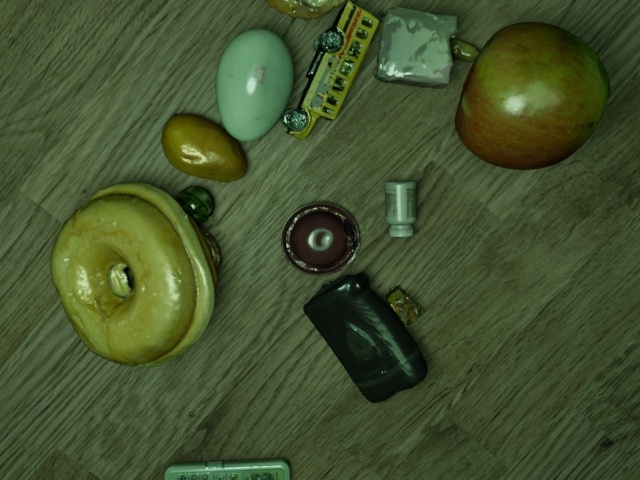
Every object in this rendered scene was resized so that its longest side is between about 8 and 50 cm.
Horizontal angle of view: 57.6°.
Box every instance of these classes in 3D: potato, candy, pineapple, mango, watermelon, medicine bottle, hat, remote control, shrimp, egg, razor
[{"bbox_3d":[0.356,-0.470,1.451,0.092,0.045,0.046,27,114,2],"label":"potato"},{"bbox_3d":[0.226,-0.464,1.397,0.196,0.137,0.184,9,98,3],"label":"candy"},{"bbox_3d":[0.215,0.163,1.517,0.069,0.137,0.116,-36,56,0],"label":"pineapple"},{"bbox_3d":[-0.287,-0.219,1.433,0.227,0.109,0.147,34,72,-6],"label":"mango"},{"bbox_3d":[-0.311,-0.086,1.454,0.109,0.109,0.108,0,98,-2],"label":"watermelon"},{"bbox_3d":[0.205,-0.082,1.484,0.079,0.079,0.139,-3,98,-2],"label":"medicine bottle"},{"bbox_3d":[0.000,0.000,1.484,0.206,0.089,0.205,0,98,-3],"label":"hat"},{"bbox_3d":[-0.250,0.660,1.582,0.336,0.065,0.127,-2,96,-2],"label":"remote control"},{"bbox_3d":[-0.392,0.048,1.504,0.262,0.051,0.198,-31,89,7],"label":"shrimp"},{"bbox_3d":[-0.158,-0.365,1.378,0.183,0.183,0.263,14,105,-4],"label":"egg"},{"bbox_3d":[0.117,0.249,1.493,0.205,0.113,0.348,-31,98,28],"label":"razor"}]

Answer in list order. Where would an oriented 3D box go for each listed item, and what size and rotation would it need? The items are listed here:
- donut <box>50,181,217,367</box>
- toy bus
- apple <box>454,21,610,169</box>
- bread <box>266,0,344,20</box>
[{"bbox_3d":[-0.439,0.083,1.379,0.450,0.198,0.448,2,96,22],"label":"donut"},{"bbox_3d":[0.020,-0.399,1.414,0.123,0.121,0.335,23,96,-14],"label":"toy bus"},{"bbox_3d":[0.479,-0.321,1.337,0.340,0.339,0.339,0,98,-2],"label":"apple"},{"bbox_3d":[-0.034,-0.645,1.360,0.275,0.149,0.273,0,92,-1],"label":"bread"}]
